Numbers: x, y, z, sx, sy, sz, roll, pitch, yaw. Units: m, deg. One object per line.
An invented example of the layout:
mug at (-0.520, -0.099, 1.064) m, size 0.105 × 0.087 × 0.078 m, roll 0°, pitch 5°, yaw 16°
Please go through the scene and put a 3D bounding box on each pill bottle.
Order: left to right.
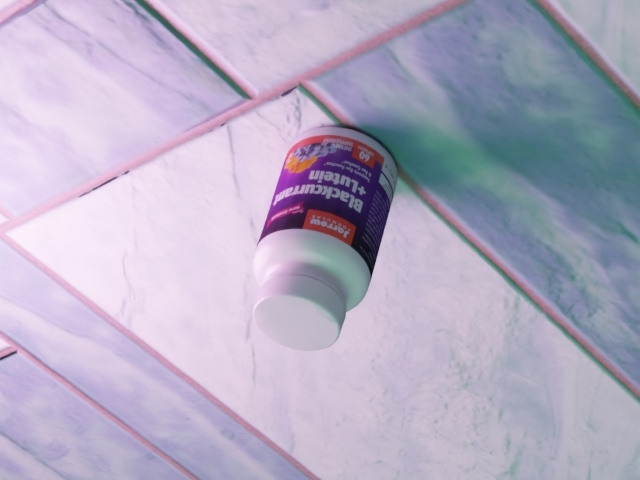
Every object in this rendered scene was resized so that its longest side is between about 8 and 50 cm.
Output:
pill bottle at (0.000, 0.000, 1.625) m, size 0.108 × 0.193 × 0.108 m, roll 10°, pitch 142°, yaw 8°
